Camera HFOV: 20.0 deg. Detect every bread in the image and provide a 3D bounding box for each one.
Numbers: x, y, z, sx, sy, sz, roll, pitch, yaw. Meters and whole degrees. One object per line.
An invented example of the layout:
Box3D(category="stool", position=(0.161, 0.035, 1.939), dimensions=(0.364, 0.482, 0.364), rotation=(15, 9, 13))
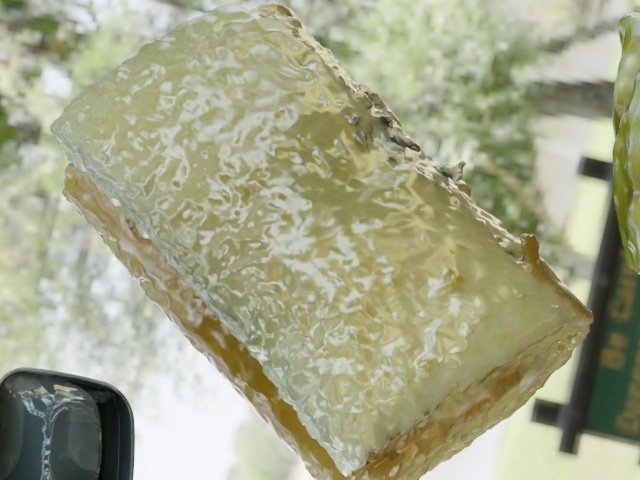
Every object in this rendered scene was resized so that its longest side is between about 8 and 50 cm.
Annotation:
Box3D(category="bread", position=(0.000, 0.000, 1.332), dimensions=(0.236, 0.375, 0.165), rotation=(-33, -26, -20))

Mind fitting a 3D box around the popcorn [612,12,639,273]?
Box3D(category="popcorn", position=(0.248, 0.008, 0.814), dimensions=(0.276, 0.225, 0.276), rotation=(8, -99, -55))

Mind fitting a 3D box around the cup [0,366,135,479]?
Box3D(category="cup", position=(-0.196, 0.139, 1.113), dimensions=(0.129, 0.128, 0.095), rotation=(-33, 52, 50))
